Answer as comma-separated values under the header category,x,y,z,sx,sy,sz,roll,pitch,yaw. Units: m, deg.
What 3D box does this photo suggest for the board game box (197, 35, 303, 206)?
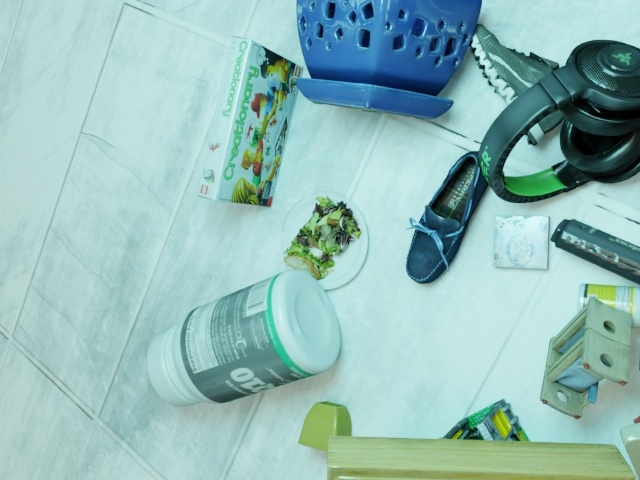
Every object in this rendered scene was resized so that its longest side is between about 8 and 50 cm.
category,x,y,z,sx,sy,sz,roll,pitch,yaw
board game box,-0.136,-0.224,1.156,0.053,0.193,0.305,17,98,28

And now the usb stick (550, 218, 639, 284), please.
category,x,y,z,sx,sy,sz,roll,pitch,yaw
usb stick,0.494,0.041,0.880,0.278,0.077,0.045,28,130,26

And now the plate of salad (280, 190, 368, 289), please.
category,x,y,z,sx,sy,sz,roll,pitch,yaw
plate of salad,0.000,0.000,1.163,0.199,0.048,0.200,-1,89,29

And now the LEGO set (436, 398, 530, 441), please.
category,x,y,z,sx,sy,sz,roll,pitch,yaw
LEGO set,0.234,0.420,0.949,0.331,0.192,0.255,-27,77,26

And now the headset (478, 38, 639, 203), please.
category,x,y,z,sx,sy,sz,roll,pitch,yaw
headset,0.413,-0.206,0.856,0.394,0.243,0.185,-26,57,11

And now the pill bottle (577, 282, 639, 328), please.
category,x,y,z,sx,sy,sz,roll,pitch,yaw
pill bottle,0.464,0.102,0.900,0.116,0.065,0.065,4,91,29

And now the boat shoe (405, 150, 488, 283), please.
category,x,y,z,sx,sy,sz,roll,pitch,yaw
boat shoe,0.211,-0.044,1.025,0.109,0.089,0.258,25,101,26

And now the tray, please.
category,x,y,z,sx,sy,sz,roll,pitch,yaw
tray,0.215,0.393,0.836,0.410,0.076,0.203,1,109,3

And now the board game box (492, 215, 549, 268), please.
category,x,y,z,sx,sy,sz,roll,pitch,yaw
board game box,0.343,0.002,0.992,0.090,0.020,0.090,2,90,29

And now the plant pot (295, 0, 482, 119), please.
category,x,y,z,sx,sy,sz,roll,pitch,yaw
plant pot,0.101,-0.325,0.985,0.236,0.236,0.212,23,109,49

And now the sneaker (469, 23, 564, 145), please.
category,x,y,z,sx,sy,sz,roll,pitch,yaw
sneaker,0.337,-0.280,0.970,0.106,0.078,0.234,-33,76,18

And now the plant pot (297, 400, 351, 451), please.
category,x,y,z,sx,sy,sz,roll,pitch,yaw
plant pot,0.015,0.362,1.136,0.081,0.081,0.083,5,82,29

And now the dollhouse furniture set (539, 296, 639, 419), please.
category,x,y,z,sx,sy,sz,roll,pitch,yaw
dollhouse furniture set,0.449,0.203,0.858,0.183,0.129,0.129,25,139,7

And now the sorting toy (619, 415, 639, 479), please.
category,x,y,z,sx,sy,sz,roll,pitch,yaw
sorting toy,0.559,0.282,0.777,0.255,0.089,0.257,-22,119,21

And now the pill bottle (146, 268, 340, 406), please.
category,x,y,z,sx,sy,sz,roll,pitch,yaw
pill bottle,-0.160,0.208,1.160,0.361,0.204,0.204,-23,79,27
